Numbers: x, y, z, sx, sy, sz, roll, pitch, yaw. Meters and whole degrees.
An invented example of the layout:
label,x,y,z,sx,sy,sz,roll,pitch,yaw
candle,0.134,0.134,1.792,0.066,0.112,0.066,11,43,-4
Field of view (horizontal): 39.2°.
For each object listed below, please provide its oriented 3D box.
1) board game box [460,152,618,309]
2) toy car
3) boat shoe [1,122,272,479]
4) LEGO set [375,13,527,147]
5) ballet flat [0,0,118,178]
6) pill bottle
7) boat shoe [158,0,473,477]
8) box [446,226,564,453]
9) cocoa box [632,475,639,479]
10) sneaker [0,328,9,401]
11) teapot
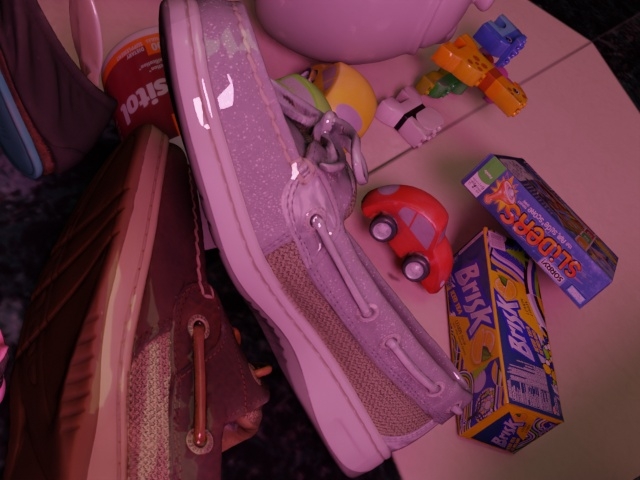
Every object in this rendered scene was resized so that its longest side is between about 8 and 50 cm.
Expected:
label,x,y,z,sx,sy,sz,roll,pitch,yaw
board game box,0.197,-0.015,0.779,0.136,0.035,0.201,49,17,11
toy car,0.014,-0.077,0.692,0.225,0.053,0.239,17,40,-58
boat shoe,-0.092,0.090,0.494,0.123,0.123,0.342,25,45,-31
LEGO set,0.163,-0.154,0.900,0.093,0.087,0.227,47,44,8
ballet flat,-0.197,-0.164,0.537,0.095,0.280,0.096,31,61,34
pill bottle,-0.098,-0.073,0.643,0.086,0.086,0.152,-2,56,-36
boat shoe,0.001,0.002,0.510,0.118,0.103,0.320,-118,-176,-60
box,0.139,0.074,0.703,0.054,0.059,0.169,23,44,-21
cocoa box,0.256,0.256,0.502,0.347,0.228,0.231,-23,69,-45
sneaker,-0.202,0.034,0.500,0.047,0.057,0.119,-15,63,-40
teapot,0.068,-0.251,0.786,0.187,0.252,0.256,25,39,-1
